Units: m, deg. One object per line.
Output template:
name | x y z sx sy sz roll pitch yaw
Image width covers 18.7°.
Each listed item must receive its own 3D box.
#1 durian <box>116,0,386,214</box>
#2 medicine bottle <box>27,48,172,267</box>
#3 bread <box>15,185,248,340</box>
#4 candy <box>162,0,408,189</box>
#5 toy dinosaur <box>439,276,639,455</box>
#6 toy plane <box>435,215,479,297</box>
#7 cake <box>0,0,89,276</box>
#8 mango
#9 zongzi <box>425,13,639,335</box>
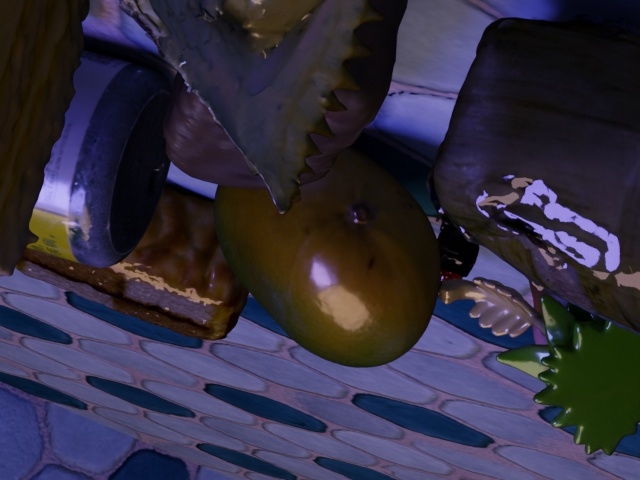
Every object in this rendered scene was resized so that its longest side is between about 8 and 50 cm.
durian | -0.070 -0.156 0.770 0.172 0.166 0.306 11 155 19
medicine bottle | -0.256 -0.084 1.328 0.293 0.141 0.141 16 166 11
bread | -0.161 0.005 1.647 0.222 0.096 0.181 21 163 -7
candy | -0.022 -0.098 1.056 0.102 0.104 0.234 15 167 -7
toy dinosaur | 0.195 0.038 1.320 0.194 0.152 0.177 39 -166 -28
toy plane | 0.094 0.013 1.423 0.037 0.060 0.145 19 -179 -2
cake | -0.268 -0.129 1.004 0.222 0.227 0.286 11 167 13
mango | 0.000 0.000 1.339 0.156 0.114 0.251 61 170 -23
zongzi | 0.245 0.006 1.038 0.323 0.160 0.360 18 174 25
